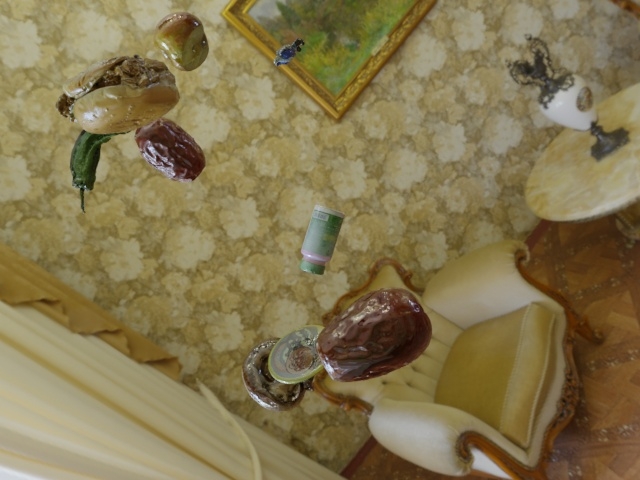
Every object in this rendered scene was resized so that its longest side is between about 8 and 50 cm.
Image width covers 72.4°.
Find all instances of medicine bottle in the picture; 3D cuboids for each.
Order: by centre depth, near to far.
[{"bbox_3d":[0.000,0.000,1.799,0.133,0.134,0.274,-154,82,-77],"label":"medicine bottle"}]

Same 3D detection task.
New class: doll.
[{"bbox_3d":[-0.137,-0.773,1.805,0.195,0.070,0.096,-51,-2,-37],"label":"doll"}]

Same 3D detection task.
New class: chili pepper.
[{"bbox_3d":[-0.631,-0.223,1.217,0.278,0.122,0.065,-64,-13,3],"label":"chili pepper"}]

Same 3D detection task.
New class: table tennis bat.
[{"bbox_3d":[-0.002,0.336,1.410,0.369,0.054,0.224,-23,31,5],"label":"table tennis bat"}]

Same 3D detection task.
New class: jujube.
[{"bbox_3d":[0.147,0.263,1.212,0.318,0.223,0.223,-28,13,0],"label":"jujube"},{"bbox_3d":[-0.519,-0.313,1.516,0.174,0.250,0.174,-35,33,27],"label":"jujube"}]

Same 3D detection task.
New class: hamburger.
[{"bbox_3d":[-0.284,-0.205,0.625,0.147,0.083,0.138,-16,6,27],"label":"hamburger"}]

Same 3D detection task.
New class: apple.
[{"bbox_3d":[-0.463,-0.674,1.471,0.173,0.160,0.195,-43,-5,-10],"label":"apple"}]

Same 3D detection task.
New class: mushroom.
[{"bbox_3d":[-0.146,0.509,1.656,0.283,0.195,0.263,1,50,29],"label":"mushroom"}]
